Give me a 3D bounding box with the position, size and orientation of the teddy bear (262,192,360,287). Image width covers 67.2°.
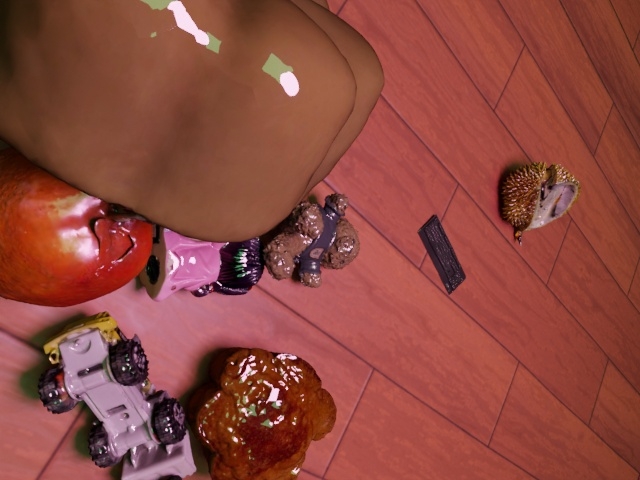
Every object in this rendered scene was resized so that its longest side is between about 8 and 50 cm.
[{"bbox_3d":[-0.015,-0.012,0.880,0.182,0.129,0.251,-55,150,11],"label":"teddy bear"}]

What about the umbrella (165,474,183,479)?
[{"bbox_3d":[-0.326,0.437,0.656,0.325,0.094,0.090,-27,135,-16],"label":"umbrella"}]

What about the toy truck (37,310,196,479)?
[{"bbox_3d":[-0.282,0.236,0.699,0.136,0.111,0.286,-20,115,-2],"label":"toy truck"}]

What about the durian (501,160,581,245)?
[{"bbox_3d":[0.564,-0.114,1.290,0.193,0.138,0.238,-4,136,-28],"label":"durian"}]

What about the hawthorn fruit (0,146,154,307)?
[{"bbox_3d":[-0.296,-0.022,0.579,0.211,0.298,0.212,3,86,-50],"label":"hawthorn fruit"}]

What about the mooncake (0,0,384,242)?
[{"bbox_3d":[-0.151,-0.229,0.573,0.466,0.467,0.262,23,122,-34],"label":"mooncake"}]

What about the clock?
[{"bbox_3d":[-0.180,-0.003,0.777,0.195,0.100,0.194,3,90,-44],"label":"clock"}]

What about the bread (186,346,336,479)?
[{"bbox_3d":[-0.108,0.296,0.810,0.232,0.135,0.247,-50,118,-23],"label":"bread"}]

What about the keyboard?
[{"bbox_3d":[0.299,0.036,1.168,0.074,0.015,0.197,-41,113,-27],"label":"keyboard"}]
